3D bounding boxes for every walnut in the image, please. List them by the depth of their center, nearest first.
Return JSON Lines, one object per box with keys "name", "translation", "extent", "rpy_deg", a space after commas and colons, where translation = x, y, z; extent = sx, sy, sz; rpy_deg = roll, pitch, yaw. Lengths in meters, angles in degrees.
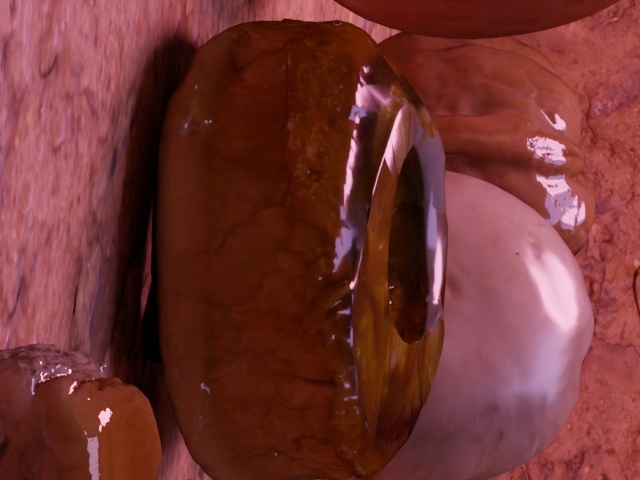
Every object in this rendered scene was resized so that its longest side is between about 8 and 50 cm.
{"name": "walnut", "translation": [0.137, -0.079, 1.846], "extent": [0.285, 0.285, 0.296], "rpy_deg": [66, 22, -74]}

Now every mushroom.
{"name": "mushroom", "translation": [0.063, 0.103, 1.567], "extent": [0.336, 0.314, 0.314], "rpy_deg": [130, -26, -55]}

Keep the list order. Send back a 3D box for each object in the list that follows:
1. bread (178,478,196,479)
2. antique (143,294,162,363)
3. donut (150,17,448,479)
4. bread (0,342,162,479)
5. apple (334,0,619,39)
{"name": "bread", "translation": [-0.076, 0.175, 1.098], "extent": [0.085, 0.085, 0.053], "rpy_deg": [-35, 133, -80]}
{"name": "antique", "translation": [-0.088, -0.009, 1.148], "extent": [0.031, 0.015, 0.192], "rpy_deg": [82, 15, -55]}
{"name": "donut", "translation": [0.000, 0.000, 1.137], "extent": [0.330, 0.160, 0.330], "rpy_deg": [-9, 90, -74]}
{"name": "bread", "translation": [-0.114, 0.111, 0.779], "extent": [0.106, 0.082, 0.125], "rpy_deg": [46, 51, -88]}
{"name": "apple", "translation": [0.126, -0.338, 1.333], "extent": [0.391, 0.347, 0.391], "rpy_deg": [6, 90, -85]}
